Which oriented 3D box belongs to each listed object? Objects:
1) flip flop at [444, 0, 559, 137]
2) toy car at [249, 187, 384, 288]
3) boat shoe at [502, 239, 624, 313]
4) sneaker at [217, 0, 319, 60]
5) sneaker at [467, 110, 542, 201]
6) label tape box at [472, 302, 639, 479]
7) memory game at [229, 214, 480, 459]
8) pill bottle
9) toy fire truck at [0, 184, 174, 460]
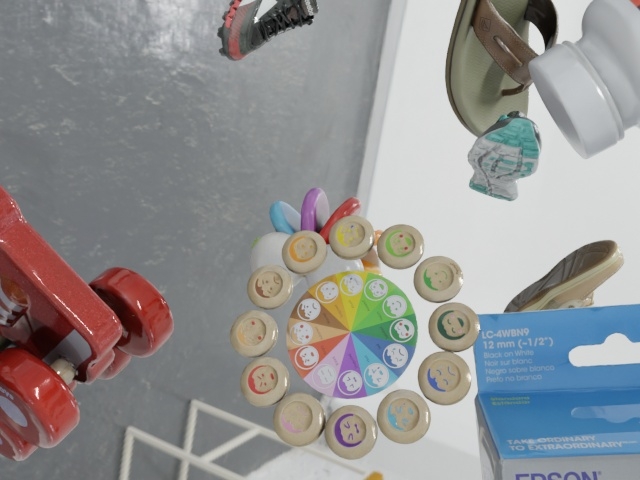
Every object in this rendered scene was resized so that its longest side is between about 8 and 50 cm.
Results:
[{"bbox_3d":[0.197,-0.220,0.664,0.112,0.080,0.277,-18,129,-26],"label":"flip flop"},{"bbox_3d":[0.000,0.000,0.877,0.159,0.182,0.136,-20,121,-73],"label":"toy car"},{"bbox_3d":[0.540,0.117,1.440,0.121,0.110,0.341,-50,179,-39],"label":"boat shoe"},{"bbox_3d":[-0.082,-0.446,1.273,0.276,0.135,0.097,-53,152,-17],"label":"sneaker"},{"bbox_3d":[0.178,-0.095,0.636,0.166,0.065,0.076,63,45,-79],"label":"sneaker"},{"bbox_3d":[0.255,0.215,0.489,0.115,0.249,0.347,59,28,-77],"label":"label tape box"},{"bbox_3d":[0.022,0.064,0.484,0.012,0.186,0.186,63,47,-62],"label":"memory game"},{"bbox_3d":[0.244,-0.137,0.437,0.108,0.193,0.108,54,15,-21],"label":"pill bottle"},{"bbox_3d":[-0.322,0.075,0.694,0.254,0.302,0.169,51,48,-7],"label":"toy fire truck"}]
